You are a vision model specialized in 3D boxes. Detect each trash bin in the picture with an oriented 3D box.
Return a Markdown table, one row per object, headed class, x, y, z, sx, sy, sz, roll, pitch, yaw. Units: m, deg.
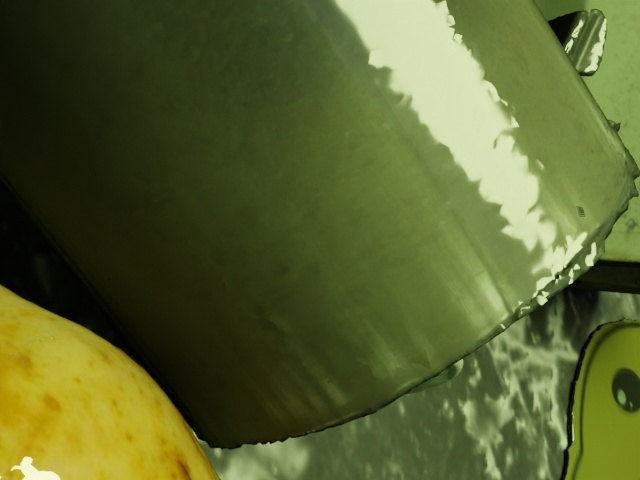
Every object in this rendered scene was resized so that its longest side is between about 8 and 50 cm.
| class | x | y | z | sx | sy | sz | roll | pitch | yaw |
| --- | --- | --- | --- | --- | --- | --- | --- | --- | --- |
| trash bin | -0.049 | -0.092 | 0.572 | 0.252 | 0.203 | 0.301 | -42 | 106 | -21 |

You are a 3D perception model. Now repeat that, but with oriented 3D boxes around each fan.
| class | x | y | z | sx | sy | sz | roll | pitch | yaw |
| --- | --- | --- | --- | --- | --- | --- | --- | --- | --- |
| fan | 0.261 | 0.166 | 1.139 | 0.335 | 0.011 | 0.230 | 1 | 77 | -47 |

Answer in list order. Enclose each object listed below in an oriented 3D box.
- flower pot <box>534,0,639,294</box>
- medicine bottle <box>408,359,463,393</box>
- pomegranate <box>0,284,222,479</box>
| class | x | y | z | sx | sy | sz | roll | pitch | yaw |
| --- | --- | --- | --- | --- | --- | --- | --- | --- | --- |
| flower pot | 0.190 | -0.101 | 0.979 | 0.290 | 0.290 | 0.259 | 12 | 82 | -47 |
| medicine bottle | 0.000 | 0.000 | 0.781 | 0.147 | 0.147 | 0.143 | 19 | 65 | -45 |
| pomegranate | -0.132 | 0.123 | 0.533 | 0.248 | 0.248 | 0.248 | 19 | 64 | -45 |
